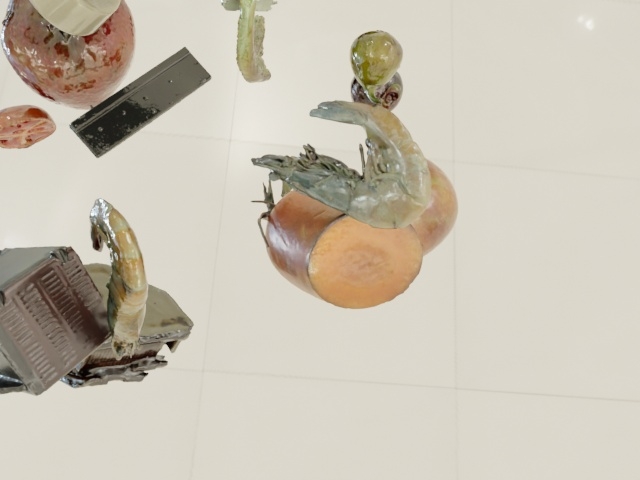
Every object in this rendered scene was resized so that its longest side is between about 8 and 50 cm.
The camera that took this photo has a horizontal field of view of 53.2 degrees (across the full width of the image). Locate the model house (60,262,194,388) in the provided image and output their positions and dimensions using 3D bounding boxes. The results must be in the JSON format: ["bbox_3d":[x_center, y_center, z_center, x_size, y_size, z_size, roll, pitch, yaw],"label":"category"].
[{"bbox_3d":[-0.532,0.229,1.598,0.317,0.283,0.297,-5,50,-38],"label":"model house"}]

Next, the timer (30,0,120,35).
[{"bbox_3d":[-0.356,-0.482,1.080,0.265,0.175,0.175,-18,70,28],"label":"timer"}]

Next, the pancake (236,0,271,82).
[{"bbox_3d":[-0.192,-0.587,1.911,0.054,0.376,0.198,13,76,6],"label":"pancake"}]

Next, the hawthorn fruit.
[{"bbox_3d":[-0.557,-0.434,1.473,0.284,0.369,0.285,2,74,-5],"label":"hawthorn fruit"}]

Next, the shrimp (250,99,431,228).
[{"bbox_3d":[0.030,-0.125,0.948,0.289,0.178,0.075,26,30,27],"label":"shrimp"}]

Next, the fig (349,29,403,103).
[{"bbox_3d":[0.077,-0.250,0.919,0.084,0.082,0.098,28,108,41],"label":"fig"}]

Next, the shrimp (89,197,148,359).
[{"bbox_3d":[-0.304,0.061,0.946,0.058,0.296,0.169,-17,57,-32],"label":"shrimp"}]

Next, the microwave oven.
[{"bbox_3d":[-0.483,0.120,1.014,0.188,0.247,0.178,-40,118,-41],"label":"microwave oven"}]

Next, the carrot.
[{"bbox_3d":[0.000,0.000,1.149,0.214,0.331,0.193,-22,118,-21],"label":"carrot"}]

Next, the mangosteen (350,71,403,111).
[{"bbox_3d":[0.153,-0.397,1.712,0.152,0.152,0.153,2,71,-5],"label":"mangosteen"}]

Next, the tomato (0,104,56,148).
[{"bbox_3d":[-0.711,-0.281,1.517,0.155,0.155,0.069,-21,84,-12],"label":"tomato"}]

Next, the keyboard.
[{"bbox_3d":[-0.377,-0.299,1.355,0.309,0.018,0.101,-42,92,-20],"label":"keyboard"}]

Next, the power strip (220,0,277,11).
[{"bbox_3d":[-0.201,-0.678,1.817,0.191,0.047,0.030,-14,63,-35],"label":"power strip"}]

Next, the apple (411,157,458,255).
[{"bbox_3d":[0.239,-0.085,1.739,0.301,0.301,0.302,2,71,-5],"label":"apple"}]
